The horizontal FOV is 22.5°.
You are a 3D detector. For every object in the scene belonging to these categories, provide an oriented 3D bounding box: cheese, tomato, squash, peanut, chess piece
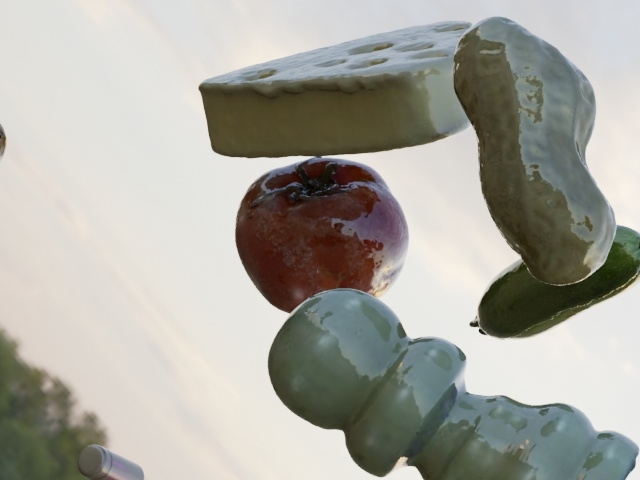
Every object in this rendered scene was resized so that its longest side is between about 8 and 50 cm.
[{"bbox_3d":[0.072,-0.182,1.988,0.384,0.383,0.104,19,-57,64],"label":"cheese"},{"bbox_3d":[-0.001,-0.002,2.119,0.232,0.232,0.189,34,-43,48],"label":"tomato"},{"bbox_3d":[0.240,0.058,1.758,0.094,0.094,0.341,51,-31,-4],"label":"squash"},{"bbox_3d":[0.202,-0.086,1.487,0.111,0.125,0.275,79,-1,-69],"label":"peanut"},{"bbox_3d":[0.104,0.165,1.463,0.330,0.182,0.182,35,-16,7],"label":"chess piece"}]

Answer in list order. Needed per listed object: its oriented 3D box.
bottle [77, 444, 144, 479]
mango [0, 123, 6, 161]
[{"bbox_3d":[-0.254,0.278,1.946,0.045,0.045,0.096,40,-1,34],"label":"bottle"},{"bbox_3d":[-0.384,-0.096,1.718,0.127,0.063,0.077,-35,-74,33],"label":"mango"}]
